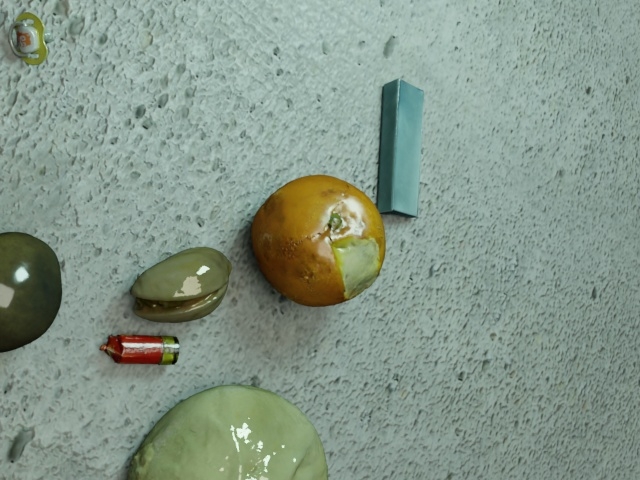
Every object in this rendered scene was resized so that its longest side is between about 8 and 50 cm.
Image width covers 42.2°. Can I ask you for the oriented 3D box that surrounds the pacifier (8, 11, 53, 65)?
[{"bbox_3d":[-0.462,-0.326,1.338,0.064,0.068,0.083,-37,127,-60],"label":"pacifier"}]

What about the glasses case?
[{"bbox_3d":[0.158,-0.183,1.678,0.105,0.056,0.266,12,80,-53],"label":"glasses case"}]

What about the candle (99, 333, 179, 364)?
[{"bbox_3d":[-0.304,0.182,1.385,0.131,0.052,0.052,5,84,-27],"label":"candle"}]

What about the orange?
[{"bbox_3d":[0.000,0.000,1.471,0.240,0.240,0.239,2,85,-29],"label":"orange"}]

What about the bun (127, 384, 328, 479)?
[{"bbox_3d":[-0.135,0.426,1.379,0.364,0.202,0.364,3,84,-27],"label":"bun"}]

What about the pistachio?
[{"bbox_3d":[-0.231,0.075,1.401,0.185,0.124,0.124,-14,94,-23],"label":"pistachio"}]

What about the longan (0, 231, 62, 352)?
[{"bbox_3d":[-0.469,0.077,1.234,0.167,0.167,0.187,24,65,-26],"label":"longan"}]
